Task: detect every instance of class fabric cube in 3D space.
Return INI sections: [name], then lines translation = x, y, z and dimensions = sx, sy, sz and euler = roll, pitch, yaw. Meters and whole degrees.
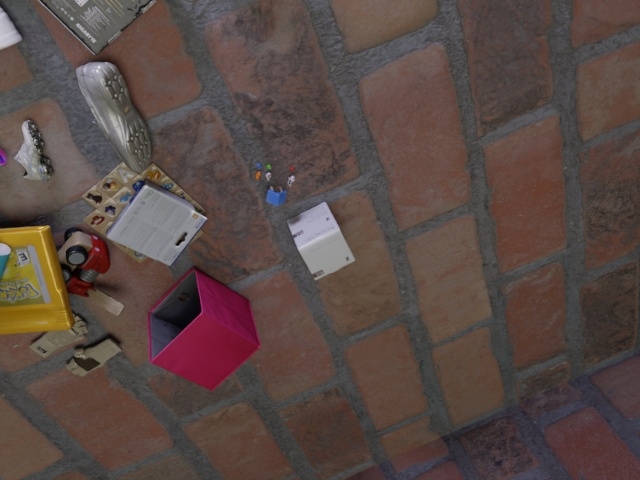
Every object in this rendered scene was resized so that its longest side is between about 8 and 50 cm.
[fabric cube]
translation = -0.395, 0.296, 1.827
dimensions = 0.254, 0.259, 0.258
euler = -44, 125, 12

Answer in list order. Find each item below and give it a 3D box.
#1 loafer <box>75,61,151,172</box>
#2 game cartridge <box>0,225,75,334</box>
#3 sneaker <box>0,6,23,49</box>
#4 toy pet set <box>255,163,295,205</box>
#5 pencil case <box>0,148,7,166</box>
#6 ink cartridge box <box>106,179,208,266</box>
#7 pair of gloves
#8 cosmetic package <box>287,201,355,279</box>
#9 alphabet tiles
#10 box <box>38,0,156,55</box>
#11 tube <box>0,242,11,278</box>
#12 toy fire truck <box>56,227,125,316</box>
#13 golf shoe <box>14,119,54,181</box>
[loafer]
translation = -0.557, -0.330, 1.477
dimensions = 0.112, 0.112, 0.319
euler = 5, 129, 22
[game cartridge]
translation = -0.888, 0.122, 1.561
dimensions = 0.286, 0.052, 0.323
euler = -4, 111, -1
[sneaker]
translation = -0.883, -0.496, 1.265
dimensions = 0.293, 0.108, 0.169
euler = -27, 125, -11
[toy pet set]
translation = -0.143, -0.174, 1.715
dimensions = 0.122, 0.065, 0.114
euler = 2, 121, -18
[pencil case]
translation = -0.957, -0.173, 1.449
dimensions = 0.236, 0.104, 0.104
euler = -38, 125, 8
[ink cartridge box]
translation = -0.503, -0.049, 1.685
dimensions = 0.224, 0.045, 0.223
euler = 31, 109, -32
[pair of gloves]
translation = -0.835, 0.363, 1.868
dimensions = 0.204, 0.042, 0.240
euler = -37, 123, 13
[cosmetic package]
translation = 0.000, 0.000, 1.798
dimensions = 0.151, 0.183, 0.151
euler = -27, 126, 1
[alphabet tiles]
translation = -0.543, -0.079, 1.689
dimensions = 0.285, 0.011, 0.342
euler = -37, 125, 9
[box]
translation = -0.561, -0.646, 1.276
dimensions = 0.257, 0.079, 0.322
euler = -39, 124, 8
[tube]
translation = -0.919, 0.099, 1.505
dimensions = 0.080, 0.052, 0.207
euler = 35, 113, 1
[toy fire truck]
translation = -0.713, 0.114, 1.691
dimensions = 0.217, 0.158, 0.246
euler = -46, 135, 14
[golf shoe]
translation = -0.795, -0.239, 1.477
dimensions = 0.086, 0.069, 0.176
euler = -5, 122, -7
